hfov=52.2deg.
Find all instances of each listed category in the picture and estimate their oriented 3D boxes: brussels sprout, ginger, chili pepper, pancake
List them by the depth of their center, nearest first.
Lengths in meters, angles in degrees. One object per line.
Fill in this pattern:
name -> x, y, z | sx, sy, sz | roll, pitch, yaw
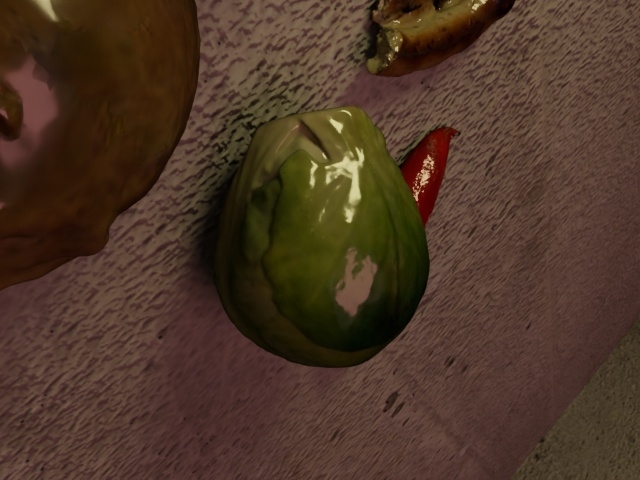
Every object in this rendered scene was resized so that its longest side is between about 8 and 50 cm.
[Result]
ginger -> -0.166, -0.102, 0.371 | 0.269, 0.223, 0.201 | -27, 127, -27
brussels sprout -> 0.000, 0.000, 0.654 | 0.219, 0.210, 0.272 | -27, 119, -40
pancake -> 0.155, -0.280, 0.725 | 0.212, 0.056, 0.258 | 9, 110, -51
chili pepper -> 0.094, 0.027, 0.870 | 0.137, 0.091, 0.369 | -9, 127, -58
